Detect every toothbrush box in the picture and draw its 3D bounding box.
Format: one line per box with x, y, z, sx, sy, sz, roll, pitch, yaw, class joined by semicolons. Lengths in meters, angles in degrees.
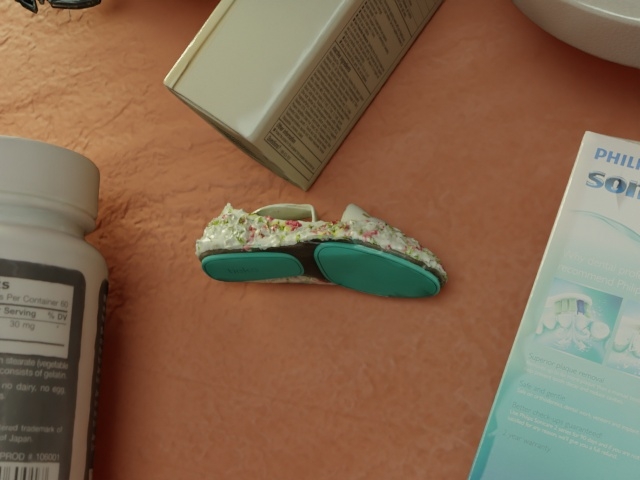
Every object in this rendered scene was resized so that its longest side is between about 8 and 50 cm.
0.214;0.097;0.714;0.126;0.216;0.295;17;81;19;toothbrush box

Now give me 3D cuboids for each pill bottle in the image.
-0.304;0.099;0.878;0.204;0.204;0.361;-2;76;17;pill bottle

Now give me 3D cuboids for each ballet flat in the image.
0.000;0.000;0.877;0.241;0.091;0.077;5;56;14;ballet flat

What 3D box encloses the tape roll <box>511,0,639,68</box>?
0.310;-0.317;0.758;0.392;0.072;0.392;-6;68;16;tape roll

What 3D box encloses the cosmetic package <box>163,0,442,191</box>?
0.012;-0.216;0.880;0.113;0.160;0.309;34;87;22;cosmetic package

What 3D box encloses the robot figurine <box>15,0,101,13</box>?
-0.330;-0.359;1.023;0.291;0.085;0.211;21;80;-2;robot figurine
